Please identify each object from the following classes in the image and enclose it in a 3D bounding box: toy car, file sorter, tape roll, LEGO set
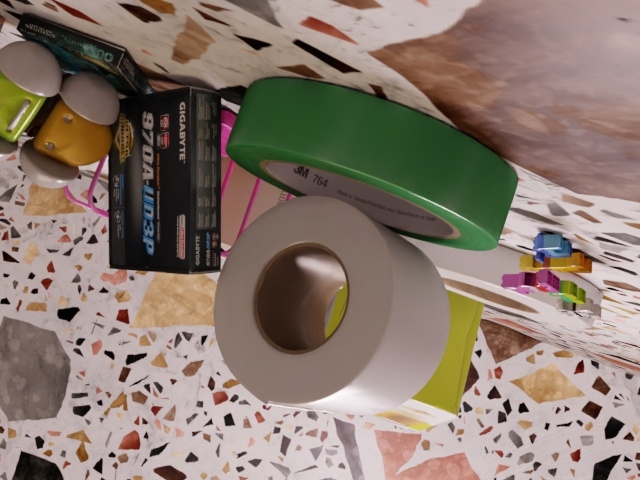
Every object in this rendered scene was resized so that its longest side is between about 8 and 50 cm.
[{"bbox_3d":[-0.344,-0.167,0.917,0.182,0.159,0.136,25,-150,-37],"label":"toy car"},{"bbox_3d":[-0.208,-0.090,1.117,0.290,0.182,0.202,16,175,35],"label":"file sorter"},{"bbox_3d":[0.055,-0.078,0.845,0.321,0.077,0.321,20,175,2],"label":"tape roll"},{"bbox_3d":[0.318,0.047,1.061,0.093,0.087,0.227,-3,161,37],"label":"LEGO set"},{"bbox_3d":[0.015,0.085,0.917,0.246,0.246,0.169,17,175,34],"label":"tape roll"},{"bbox_3d":[0.322,0.071,1.414,0.391,0.072,0.392,21,175,2],"label":"tape roll"}]

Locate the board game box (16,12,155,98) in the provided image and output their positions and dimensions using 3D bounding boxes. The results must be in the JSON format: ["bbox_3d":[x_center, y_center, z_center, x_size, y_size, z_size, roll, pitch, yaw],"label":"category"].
[{"bbox_3d":[-0.284,-0.219,0.939,0.126,0.026,0.186,20,175,1],"label":"board game box"}]

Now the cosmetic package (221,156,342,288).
[{"bbox_3d":[-0.084,-0.037,1.342,0.309,0.160,0.113,19,174,-3],"label":"cosmetic package"}]

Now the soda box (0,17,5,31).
[{"bbox_3d":[-0.464,-0.261,0.973,0.058,0.063,0.183,24,173,-33],"label":"soda box"}]

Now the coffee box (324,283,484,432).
[{"bbox_3d":[0.161,0.228,1.797,0.337,0.338,0.334,20,159,-3],"label":"coffee box"}]

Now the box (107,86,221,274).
[{"bbox_3d":[-0.198,-0.070,0.939,0.175,0.221,0.051,2,-178,42],"label":"box"}]

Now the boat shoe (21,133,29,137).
[{"bbox_3d":[-0.517,-0.229,1.280,0.306,0.113,0.105,4,180,4],"label":"boat shoe"}]

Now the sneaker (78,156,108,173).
[{"bbox_3d":[-0.500,-0.181,1.713,0.292,0.108,0.169,14,169,40],"label":"sneaker"}]
